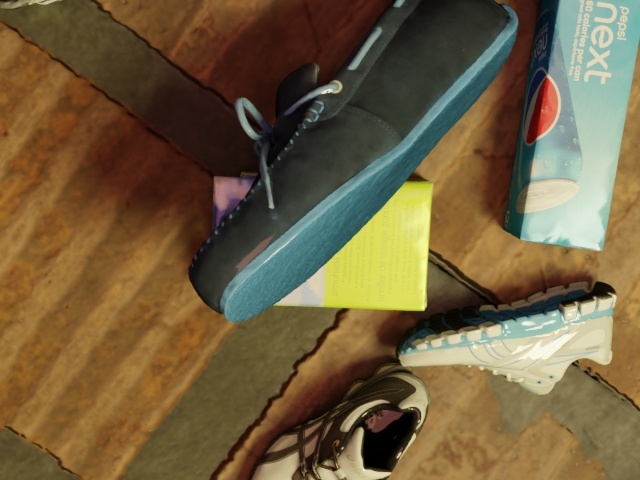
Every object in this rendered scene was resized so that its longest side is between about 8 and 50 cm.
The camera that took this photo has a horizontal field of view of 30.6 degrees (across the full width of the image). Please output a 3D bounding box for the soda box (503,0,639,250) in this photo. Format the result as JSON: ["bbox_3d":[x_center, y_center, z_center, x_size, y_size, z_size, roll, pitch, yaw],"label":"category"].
[{"bbox_3d":[0.204,-0.101,0.952,0.071,0.067,0.210,7,97,-4],"label":"soda box"}]

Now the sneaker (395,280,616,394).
[{"bbox_3d":[0.159,0.094,0.977,0.190,0.071,0.083,-10,104,-2],"label":"sneaker"}]

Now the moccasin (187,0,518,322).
[{"bbox_3d":[0.011,-0.079,0.898,0.117,0.138,0.342,40,62,11],"label":"moccasin"}]

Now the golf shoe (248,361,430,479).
[{"bbox_3d":[0.009,0.182,0.967,0.077,0.094,0.198,43,95,-9],"label":"golf shoe"}]

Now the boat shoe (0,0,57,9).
[{"bbox_3d":[-0.136,-0.274,0.839,0.306,0.105,0.113,-29,105,22],"label":"boat shoe"}]

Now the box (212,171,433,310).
[{"bbox_3d":[0.000,0.000,0.966,0.178,0.042,0.109,2,96,-3],"label":"box"}]
